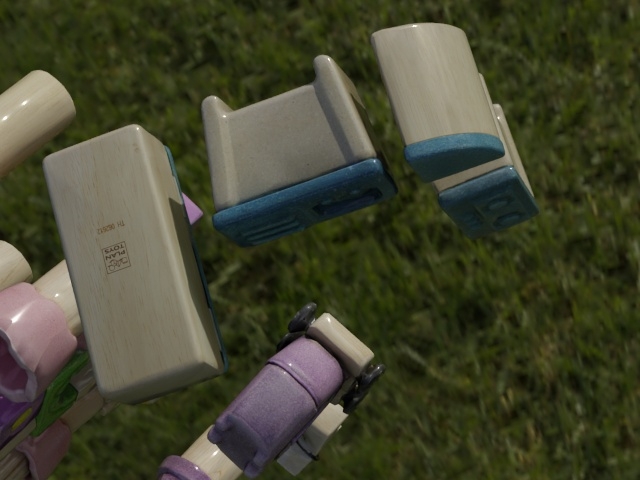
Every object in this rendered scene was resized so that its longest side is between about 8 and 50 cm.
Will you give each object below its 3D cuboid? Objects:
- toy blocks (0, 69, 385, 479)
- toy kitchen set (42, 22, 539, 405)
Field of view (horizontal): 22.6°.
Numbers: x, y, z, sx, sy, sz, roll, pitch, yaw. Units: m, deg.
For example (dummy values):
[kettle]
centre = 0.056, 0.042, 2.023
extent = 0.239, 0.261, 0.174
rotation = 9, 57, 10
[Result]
[toy blocks]
centre = -0.185, 0.113, 1.015
extent = 0.309, 0.288, 0.260
rotation = 40, 56, 8
[toy kitchen set]
centre = 0.000, 0.000, 0.796
extent = 0.207, 0.166, 0.122
rotation = -19, 74, 11
